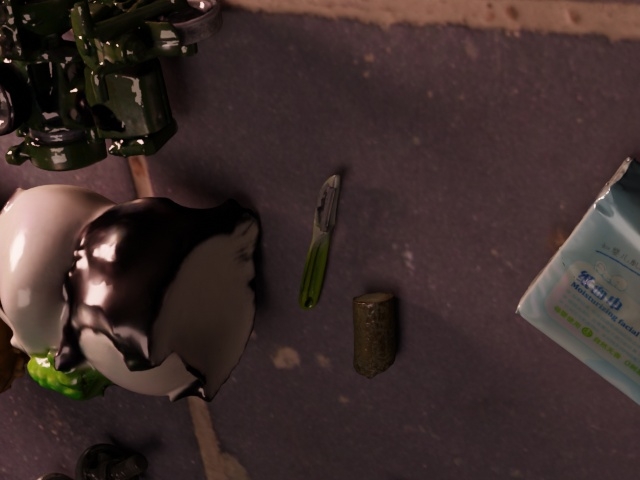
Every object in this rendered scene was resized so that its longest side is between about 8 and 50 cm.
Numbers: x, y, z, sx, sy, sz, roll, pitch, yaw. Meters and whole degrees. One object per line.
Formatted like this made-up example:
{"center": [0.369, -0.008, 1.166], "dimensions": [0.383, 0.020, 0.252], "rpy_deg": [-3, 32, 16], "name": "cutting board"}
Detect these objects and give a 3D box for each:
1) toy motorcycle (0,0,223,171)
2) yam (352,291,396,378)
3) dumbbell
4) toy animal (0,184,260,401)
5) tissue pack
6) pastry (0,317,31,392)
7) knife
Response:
{"center": [-0.212, -0.151, 1.720], "dimensions": [0.275, 0.127, 0.205], "rpy_deg": [10, 123, 33], "name": "toy motorcycle"}
{"center": [0.051, 0.086, 1.768], "dimensions": [0.043, 0.043, 0.094], "rpy_deg": [15, 127, 26], "name": "yam"}
{"center": [-0.272, 0.287, 2.114], "dimensions": [0.081, 0.081, 0.254], "rpy_deg": [52, 135, -8], "name": "dumbbell"}
{"center": [-0.208, 0.054, 1.808], "dimensions": [0.267, 0.212, 0.212], "rpy_deg": [4, 123, 29], "name": "toy animal"}
{"center": [0.311, 0.074, 1.543], "dimensions": [0.263, 0.089, 0.177], "rpy_deg": [36, 133, 6], "name": "tissue pack"}
{"center": [-0.412, 0.038, 1.973], "dimensions": [0.255, 0.162, 0.311], "rpy_deg": [-12, 104, 51], "name": "pastry"}
{"center": [0.000, 0.000, 1.754], "dimensions": [0.022, 0.026, 0.184], "rpy_deg": [7, 133, -6], "name": "knife"}
